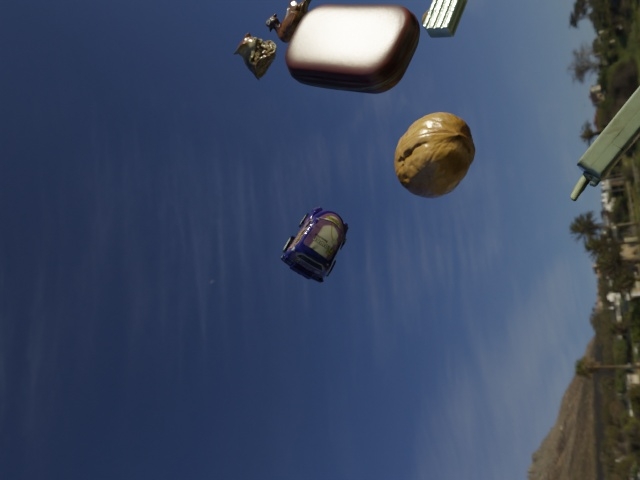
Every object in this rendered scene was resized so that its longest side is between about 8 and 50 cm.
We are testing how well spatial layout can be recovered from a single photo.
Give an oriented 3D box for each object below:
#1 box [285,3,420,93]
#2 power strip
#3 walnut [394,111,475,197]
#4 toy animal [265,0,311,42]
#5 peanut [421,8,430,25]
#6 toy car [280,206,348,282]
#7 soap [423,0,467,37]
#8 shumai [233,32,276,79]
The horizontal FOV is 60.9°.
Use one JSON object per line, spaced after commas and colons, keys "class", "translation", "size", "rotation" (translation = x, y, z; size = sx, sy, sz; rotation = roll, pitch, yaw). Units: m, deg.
{"class": "box", "translation": [0.083, -0.543, 1.531], "size": [0.108, 0.404, 0.263], "rotation": [37, -103, -53]}
{"class": "power strip", "translation": [0.538, -0.192, 0.966], "size": [0.053, 0.288, 0.093], "rotation": [42, -161, 20]}
{"class": "walnut", "translation": [0.280, -0.206, 1.332], "size": [0.195, 0.222, 0.195], "rotation": [6, -112, -16]}
{"class": "toy animal", "translation": [-0.099, -0.803, 1.952], "size": [0.188, 0.179, 0.089], "rotation": [-63, -18, 11]}
{"class": "peanut", "translation": [0.500, -0.969, 2.287], "size": [0.089, 0.193, 0.089], "rotation": [11, -121, -19]}
{"class": "toy car", "translation": [0.000, 0.000, 1.737], "size": [0.172, 0.158, 0.235], "rotation": [31, -114, -6]}
{"class": "soap", "translation": [0.466, -0.854, 2.010], "size": [0.066, 0.119, 0.198], "rotation": [27, -97, -46]}
{"class": "shumai", "translation": [-0.219, -0.605, 1.774], "size": [0.116, 0.145, 0.145], "rotation": [17, -114, -30]}
